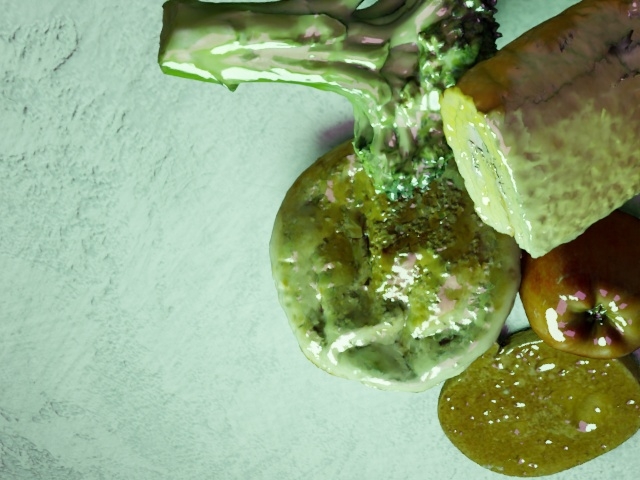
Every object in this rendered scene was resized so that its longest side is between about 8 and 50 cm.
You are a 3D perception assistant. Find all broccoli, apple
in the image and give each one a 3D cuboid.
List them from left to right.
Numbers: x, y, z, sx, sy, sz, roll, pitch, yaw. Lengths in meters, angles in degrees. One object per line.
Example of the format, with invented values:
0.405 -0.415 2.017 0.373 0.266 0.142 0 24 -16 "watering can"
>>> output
0.029 -0.206 1.222 0.397 0.275 0.353 -29 87 -6 "broccoli"
0.385 0.061 1.375 0.234 0.234 0.234 10 129 12 "apple"

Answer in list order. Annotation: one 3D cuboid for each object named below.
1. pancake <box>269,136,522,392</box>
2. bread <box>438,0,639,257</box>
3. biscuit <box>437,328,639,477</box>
0.101 0.023 1.395 0.386 0.082 0.387 -2 82 17 "pancake"
0.332 -0.176 1.135 0.375 0.165 0.237 -32 125 -12 "bread"
0.353 0.258 1.645 0.314 0.063 0.367 44 128 -12 "biscuit"
